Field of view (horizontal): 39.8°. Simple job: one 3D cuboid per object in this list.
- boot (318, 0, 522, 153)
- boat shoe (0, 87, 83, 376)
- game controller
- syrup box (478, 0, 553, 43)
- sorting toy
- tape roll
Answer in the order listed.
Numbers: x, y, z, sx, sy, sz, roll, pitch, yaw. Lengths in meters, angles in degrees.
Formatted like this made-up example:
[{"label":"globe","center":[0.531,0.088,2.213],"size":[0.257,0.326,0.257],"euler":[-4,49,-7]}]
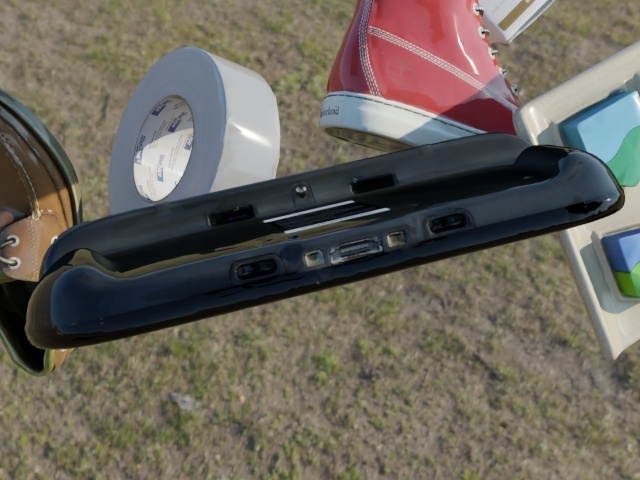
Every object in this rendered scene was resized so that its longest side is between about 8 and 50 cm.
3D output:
[{"label":"boot","center":[0.125,-0.137,0.674],"size":[0.244,0.176,0.088],"euler":[15,-4,-30]},{"label":"boat shoe","center":[-0.283,0.001,0.827],"size":[0.110,0.307,0.104],"euler":[0,41,15]},{"label":"game controller","center":[0.000,0.000,0.493],"size":[0.319,0.067,0.166],"euler":[-14,17,-10]},{"label":"syrup box","center":[0.096,-0.277,0.733],"size":[0.237,0.096,0.093],"euler":[44,0,-14]},{"label":"sorting toy","center":[0.246,-0.044,0.625],"size":[0.208,0.193,0.038],"euler":[-30,15,-21]},{"label":"tape roll","center":[-0.137,-0.088,0.931],"size":[0.072,0.219,0.219],"euler":[13,30,-41]}]
